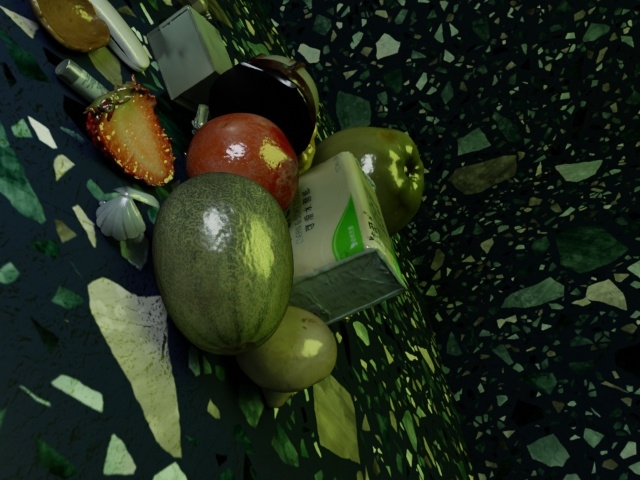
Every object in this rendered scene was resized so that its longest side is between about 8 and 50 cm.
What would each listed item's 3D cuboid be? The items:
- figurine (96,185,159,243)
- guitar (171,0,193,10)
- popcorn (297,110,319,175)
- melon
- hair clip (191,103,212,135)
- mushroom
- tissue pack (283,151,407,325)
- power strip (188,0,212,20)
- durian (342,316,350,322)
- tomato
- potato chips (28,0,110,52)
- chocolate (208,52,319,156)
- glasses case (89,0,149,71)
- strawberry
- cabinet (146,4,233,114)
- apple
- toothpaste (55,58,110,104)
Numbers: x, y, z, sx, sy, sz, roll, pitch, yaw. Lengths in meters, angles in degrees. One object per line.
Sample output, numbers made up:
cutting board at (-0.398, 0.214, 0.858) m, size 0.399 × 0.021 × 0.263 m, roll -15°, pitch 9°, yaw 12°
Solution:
figurine at (-0.320, -0.044, 0.794) m, size 0.094 × 0.086 × 0.082 m, roll 21°, pitch 2°, yaw 1°
guitar at (-0.484, -0.795, 1.548) m, size 0.233 × 0.025 × 0.088 m, roll 32°, pitch 36°, yaw -61°
popcorn at (-0.125, -0.335, 1.532) m, size 0.297 × 0.281 × 0.316 m, roll 51°, pitch -2°, yaw 25°
melon at (-0.165, 0.033, 0.842) m, size 0.248 × 0.248 × 0.329 m, roll 36°, pitch 33°, yaw -57°
hair clip at (-0.232, -0.232, 1.334) m, size 0.321 × 0.091 × 0.138 m, roll 35°, pitch 38°, yaw -35°
mushroom at (-0.074, 0.235, 0.962) m, size 0.204 × 0.204 × 0.204 m, roll 54°, pitch 18°, yaw -27°
tissue pack at (0.000, 0.000, 1.232) m, size 0.205 × 0.331 × 0.405 m, roll 53°, pitch 18°, yaw -36°
power strip at (-0.499, -0.911, 1.629) m, size 0.387 × 0.066 × 0.092 m, roll 50°, pitch 19°, yaw -30°
durian at (0.039, 0.116, 1.558) m, size 0.172 × 0.166 × 0.306 m, roll 15°, pitch 35°, yaw -28°
tomato at (-0.171, -0.163, 1.120) m, size 0.265 × 0.264 × 0.265 m, roll 54°, pitch 18°, yaw -27°
potato chips at (-0.486, -0.429, 0.925) m, size 0.150 × 0.049 × 0.202 m, roll 61°, pitch 13°, yaw -24°
chocolate at (-0.123, -0.354, 1.232) m, size 0.284 × 0.283 × 0.186 m, roll 53°, pitch 43°, yaw -31°
glasses case at (-0.455, -0.464, 1.072) m, size 0.197 × 0.049 × 0.076 m, roll 53°, pitch 18°, yaw -29°
strawberry at (-0.361, -0.184, 0.900) m, size 0.167 × 0.087 × 0.208 m, roll -61°, pitch 150°, yaw -48°
cabinet at (-0.330, -0.469, 1.293) m, size 0.206 × 0.145 × 0.150 m, roll 67°, pitch 17°, yaw 13°
apple at (0.162, -0.210, 1.831) m, size 0.474 × 0.473 × 0.474 m, roll 54°, pitch 18°, yaw -27°
toothpaste at (-0.397, -0.252, 0.938) m, size 0.239 × 0.039 × 0.062 m, roll 44°, pitch 28°, yaw -52°
